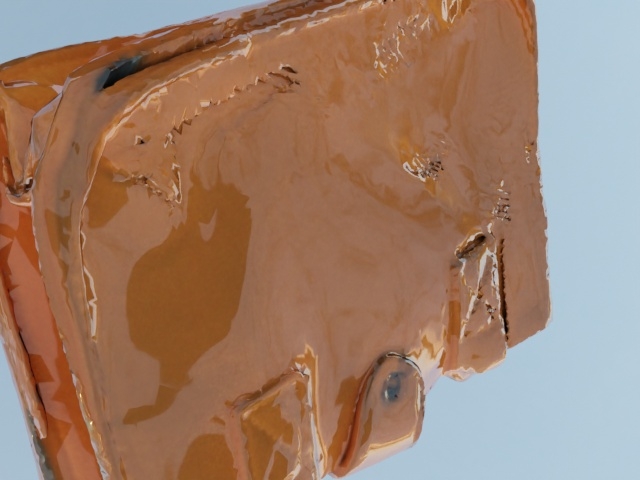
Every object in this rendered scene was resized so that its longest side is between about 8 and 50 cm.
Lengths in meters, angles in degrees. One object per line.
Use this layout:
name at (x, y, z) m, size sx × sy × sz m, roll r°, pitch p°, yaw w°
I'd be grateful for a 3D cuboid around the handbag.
handbag at (0.000, 0.000, 0.587) m, size 0.410 × 0.116 × 0.303 m, roll -28°, pitch -65°, yaw -43°
